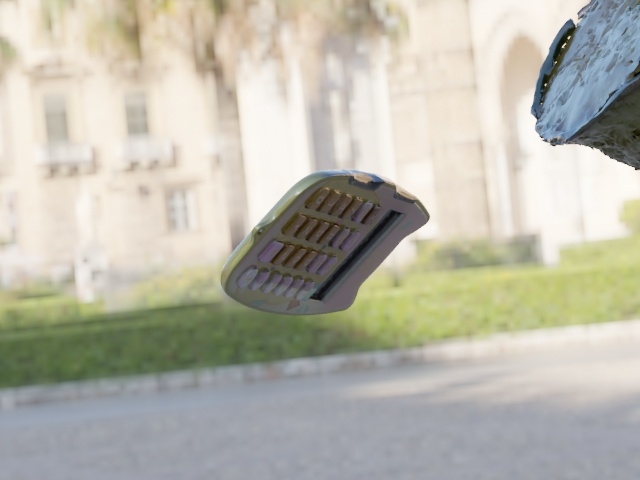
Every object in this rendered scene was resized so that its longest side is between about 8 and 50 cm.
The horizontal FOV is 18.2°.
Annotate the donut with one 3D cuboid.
[{"bbox_3d":[0.250,-0.155,1.255,0.107,0.272,0.272,30,-9,-11],"label":"donut"}]

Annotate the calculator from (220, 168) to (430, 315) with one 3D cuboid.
[{"bbox_3d":[0.000,0.000,1.709,0.157,0.033,0.236,-47,-24,14],"label":"calculator"}]
